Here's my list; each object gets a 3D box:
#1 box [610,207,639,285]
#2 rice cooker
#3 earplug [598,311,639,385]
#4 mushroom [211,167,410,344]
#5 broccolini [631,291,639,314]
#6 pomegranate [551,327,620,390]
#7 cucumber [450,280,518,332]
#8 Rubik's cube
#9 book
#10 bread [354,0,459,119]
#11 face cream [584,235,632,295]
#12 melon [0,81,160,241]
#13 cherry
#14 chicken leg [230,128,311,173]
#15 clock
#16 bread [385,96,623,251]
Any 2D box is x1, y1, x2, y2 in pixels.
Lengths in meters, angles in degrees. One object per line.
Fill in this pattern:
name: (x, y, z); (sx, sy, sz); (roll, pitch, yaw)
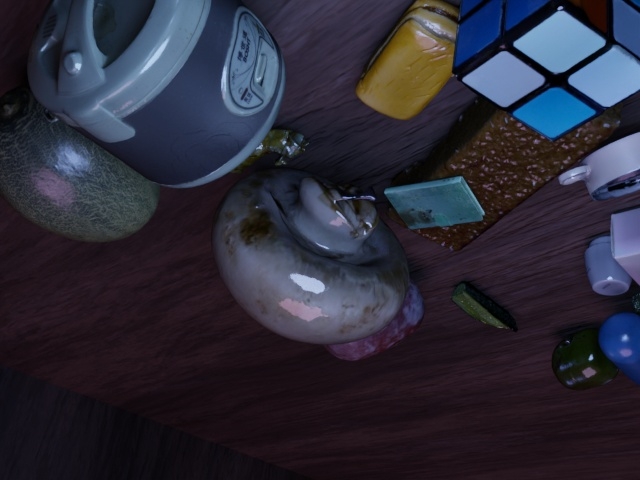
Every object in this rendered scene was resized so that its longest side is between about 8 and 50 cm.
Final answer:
box: (0.662, 0.012, 1.372); (0.251, 0.106, 0.203); (-19, 141, 40)
rice cooker: (-0.211, -0.237, 1.043); (0.288, 0.288, 0.277); (-8, 152, 30)
earplug: (0.656, 0.220, 1.657); (0.132, 0.132, 0.273); (-10, 157, 33)
mushroom: (0.000, 0.000, 1.357); (0.362, 0.362, 0.295); (20, 121, -17)
broccolini: (0.747, 0.137, 1.594); (0.239, 0.054, 0.051); (6, -171, 27)
pomegranate: (0.627, 0.275, 1.845); (0.191, 0.131, 0.152); (5, 154, -41)
cucumber: (0.359, 0.149, 1.783); (0.070, 0.046, 0.220); (-15, 141, 41)
Rubik's cube: (0.281, -0.256, 0.950); (0.180, 0.183, 0.167); (24, 150, -25)
book: (0.183, -0.056, 1.277); (0.135, 0.017, 0.103); (-7, 139, 34)
bread: (0.137, -0.250, 1.126); (0.116, 0.077, 0.200); (27, 147, -12)
face cream: (0.538, 0.047, 1.484); (0.091, 0.095, 0.091); (7, 151, 4)
melon: (-0.409, -0.127, 1.344); (0.248, 0.249, 0.329); (-7, 150, 29)
cherry: (0.077, 0.146, 1.703); (0.285, 0.213, 0.236); (-14, 176, -3)
chicken leg: (-0.133, -0.162, 1.356); (0.227, 0.088, 0.103); (-6, 129, 26)
clock: (0.470, -0.111, 1.194); (0.229, 0.063, 0.155); (-15, 166, -3)
bread: (0.268, -0.128, 1.249); (0.165, 0.113, 0.416); (24, 148, -14)
